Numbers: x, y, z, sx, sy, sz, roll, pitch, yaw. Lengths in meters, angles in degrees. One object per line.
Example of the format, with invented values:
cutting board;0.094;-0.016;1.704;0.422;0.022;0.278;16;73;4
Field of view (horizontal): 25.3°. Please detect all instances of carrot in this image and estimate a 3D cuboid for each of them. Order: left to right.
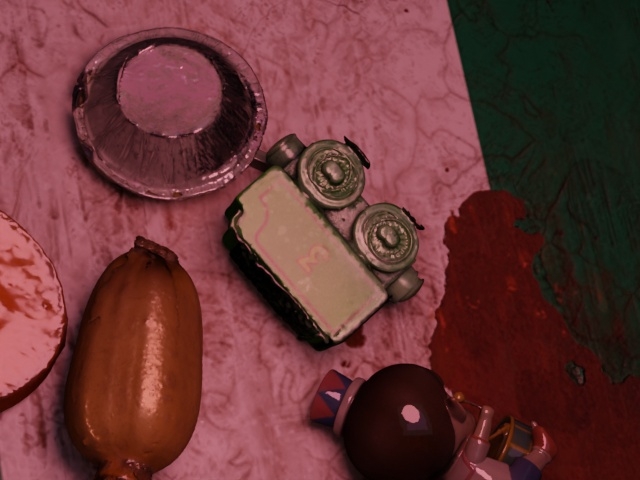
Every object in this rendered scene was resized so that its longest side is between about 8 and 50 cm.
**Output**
carrot;-0.426;0.075;1.550;0.307;0.100;0.258;12;72;-14

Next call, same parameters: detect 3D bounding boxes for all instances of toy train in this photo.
toy train;0.000;0.000;1.678;0.188;0.132;0.243;-40;91;-17

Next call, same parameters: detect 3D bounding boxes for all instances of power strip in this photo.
power strip;-0.084;-0.103;1.744;0.083;0.027;0.017;24;65;-7

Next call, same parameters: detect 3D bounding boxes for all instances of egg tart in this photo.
egg tart;-0.177;-0.160;1.691;0.234;0.094;0.234;3;67;-7

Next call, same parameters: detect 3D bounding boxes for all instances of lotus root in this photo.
lotus root;-0.204;0.146;1.572;0.146;0.131;0.303;2;69;9

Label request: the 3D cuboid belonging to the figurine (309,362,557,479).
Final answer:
figurine;0.123;0.226;1.637;0.275;0.161;0.158;30;26;-7
